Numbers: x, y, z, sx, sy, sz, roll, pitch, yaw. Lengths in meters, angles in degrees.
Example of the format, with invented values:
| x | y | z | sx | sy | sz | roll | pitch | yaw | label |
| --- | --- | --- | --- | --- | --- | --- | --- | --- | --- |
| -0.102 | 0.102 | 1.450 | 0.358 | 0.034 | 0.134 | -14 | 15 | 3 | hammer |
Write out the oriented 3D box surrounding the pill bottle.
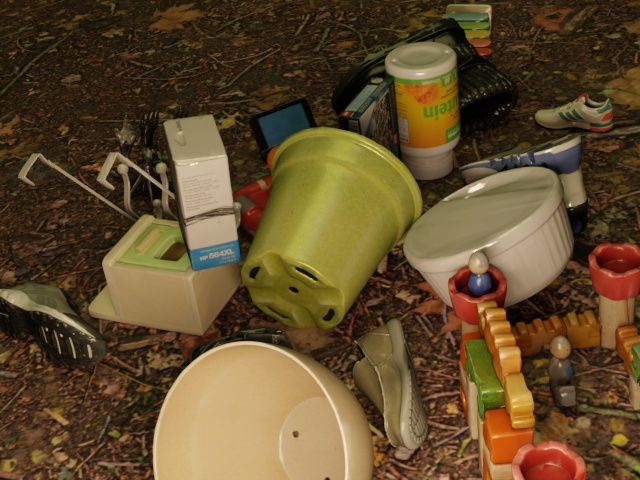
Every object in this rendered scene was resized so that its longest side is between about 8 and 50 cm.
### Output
| x | y | z | sx | sy | sz | roll | pitch | yaw | label |
| --- | --- | --- | --- | --- | --- | --- | --- | --- | --- |
| 0.201 | -0.246 | 2.017 | 0.136 | 0.246 | 0.136 | -6 | 34 | 4 | pill bottle |

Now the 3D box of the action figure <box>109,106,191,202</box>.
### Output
| x | y | z | sx | sy | sz | roll | pitch | yaw | label |
| --- | --- | --- | --- | --- | --- | --- | --- | --- | --- |
| -0.349 | -0.194 | 2.164 | 0.164 | 0.141 | 0.276 | 4 | 33 | -1 | action figure |

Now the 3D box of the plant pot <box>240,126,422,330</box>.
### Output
| x | y | z | sx | sy | sz | roll | pitch | yaw | label |
| --- | --- | --- | --- | --- | --- | --- | --- | --- | --- |
| 0.000 | 0.000 | 1.718 | 0.276 | 0.276 | 0.254 | 8 | 49 | 23 | plant pot |

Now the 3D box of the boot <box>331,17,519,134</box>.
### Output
| x | y | z | sx | sy | sz | roll | pitch | yaw | label |
| --- | --- | --- | --- | --- | --- | --- | --- | --- | --- |
| 0.216 | -0.305 | 2.212 | 0.348 | 0.131 | 0.260 | -32 | 58 | 4 | boot |

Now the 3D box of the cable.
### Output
| x | y | z | sx | sy | sz | roll | pitch | yaw | label |
| --- | --- | --- | --- | --- | --- | --- | --- | --- | --- |
| -0.130 | 0.200 | 1.619 | 0.184 | 0.047 | 0.151 | -6 | 39 | -1 | cable |

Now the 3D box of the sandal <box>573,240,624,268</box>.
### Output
| x | y | z | sx | sy | sz | roll | pitch | yaw | label |
| --- | --- | --- | --- | --- | --- | --- | --- | --- | --- |
| 0.509 | 0.028 | 1.724 | 0.179 | 0.040 | 0.067 | 13 | 39 | 29 | sandal |

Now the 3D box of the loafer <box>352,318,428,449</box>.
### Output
| x | y | z | sx | sy | sz | roll | pitch | yaw | label |
| --- | --- | --- | --- | --- | --- | --- | --- | --- | --- |
| 0.096 | 0.214 | 1.512 | 0.087 | 0.094 | 0.251 | -18 | 28 | 8 | loafer |

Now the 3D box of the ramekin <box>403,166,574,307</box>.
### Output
| x | y | z | sx | sy | sz | roll | pitch | yaw | label |
| --- | --- | --- | --- | --- | --- | --- | --- | --- | --- |
| 0.279 | 0.004 | 1.671 | 0.272 | 0.127 | 0.273 | -27 | 19 | 10 | ramekin |

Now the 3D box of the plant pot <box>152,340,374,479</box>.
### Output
| x | y | z | sx | sy | sz | roll | pitch | yaw | label |
| --- | --- | --- | --- | --- | --- | --- | --- | --- | --- |
| -0.043 | 0.269 | 1.326 | 0.284 | 0.284 | 0.191 | 15 | 4 | 31 | plant pot |

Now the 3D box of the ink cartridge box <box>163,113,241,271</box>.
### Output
| x | y | z | sx | sy | sz | roll | pitch | yaw | label |
| --- | --- | --- | --- | --- | --- | --- | --- | --- | --- |
| -0.190 | -0.078 | 1.673 | 0.085 | 0.203 | 0.148 | -11 | 36 | -10 | ink cartridge box |

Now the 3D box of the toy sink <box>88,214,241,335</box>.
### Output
| x | y | z | sx | sy | sz | roll | pitch | yaw | label |
| --- | --- | --- | --- | --- | --- | --- | --- | --- | --- |
| -0.279 | 0.051 | 1.786 | 0.234 | 0.131 | 0.153 | 8 | 36 | 23 | toy sink |

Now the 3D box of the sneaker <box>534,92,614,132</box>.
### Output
| x | y | z | sx | sy | sz | roll | pitch | yaw | label |
| --- | --- | --- | --- | --- | --- | --- | --- | --- | --- |
| 0.519 | -0.269 | 2.133 | 0.161 | 0.075 | 0.057 | 9 | 37 | 23 | sneaker |

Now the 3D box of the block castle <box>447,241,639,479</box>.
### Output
| x | y | z | sx | sy | sz | roll | pitch | yaw | label |
| --- | --- | --- | --- | --- | --- | --- | --- | --- | --- |
| 0.348 | 0.182 | 1.379 | 0.303 | 0.213 | 0.453 | -9 | 34 | -1 | block castle |

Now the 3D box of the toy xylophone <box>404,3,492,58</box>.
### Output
| x | y | z | sx | sy | sz | roll | pitch | yaw | label |
| --- | --- | --- | --- | --- | --- | --- | --- | --- | --- |
| 0.293 | -0.462 | 2.468 | 0.236 | 0.081 | 0.323 | 0 | 34 | 13 | toy xylophone |

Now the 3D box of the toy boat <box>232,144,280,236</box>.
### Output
| x | y | z | sx | sy | sz | roll | pitch | yaw | label |
| --- | --- | --- | --- | --- | --- | --- | --- | --- | --- |
| -0.062 | -0.111 | 1.960 | 0.231 | 0.151 | 0.151 | -25 | 37 | -23 | toy boat |

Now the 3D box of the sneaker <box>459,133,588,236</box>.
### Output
| x | y | z | sx | sy | sz | roll | pitch | yaw | label |
| --- | --- | --- | --- | --- | --- | --- | --- | --- | --- |
| 0.367 | -0.074 | 1.839 | 0.127 | 0.182 | 0.315 | -20 | 6 | -19 | sneaker |

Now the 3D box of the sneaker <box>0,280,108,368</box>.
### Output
| x | y | z | sx | sy | sz | roll | pitch | yaw | label |
| --- | --- | --- | --- | --- | --- | --- | --- | --- | --- |
| -0.441 | 0.127 | 1.743 | 0.271 | 0.100 | 0.108 | 22 | 38 | 37 | sneaker |

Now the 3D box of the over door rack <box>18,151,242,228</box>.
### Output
| x | y | z | sx | sy | sz | roll | pitch | yaw | label |
| --- | --- | --- | --- | --- | --- | --- | --- | --- | --- |
| -0.324 | -0.101 | 1.851 | 0.239 | 0.324 | 0.108 | 3 | 76 | 40 | over door rack |

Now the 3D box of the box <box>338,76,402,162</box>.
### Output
| x | y | z | sx | sy | sz | roll | pitch | yaw | label |
| --- | --- | --- | --- | --- | --- | --- | --- | --- | --- |
| 0.097 | -0.162 | 1.926 | 0.044 | 0.233 | 0.159 | 9 | 37 | 24 | box |

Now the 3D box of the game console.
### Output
| x | y | z | sx | sy | sz | roll | pitch | yaw | label |
| --- | --- | --- | --- | --- | --- | --- | --- | --- | --- |
| -0.058 | -0.222 | 2.185 | 0.144 | 0.085 | 0.124 | -24 | 36 | -21 | game console |
